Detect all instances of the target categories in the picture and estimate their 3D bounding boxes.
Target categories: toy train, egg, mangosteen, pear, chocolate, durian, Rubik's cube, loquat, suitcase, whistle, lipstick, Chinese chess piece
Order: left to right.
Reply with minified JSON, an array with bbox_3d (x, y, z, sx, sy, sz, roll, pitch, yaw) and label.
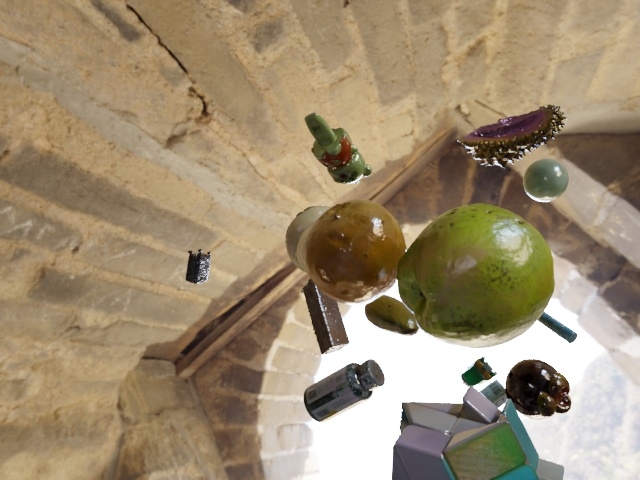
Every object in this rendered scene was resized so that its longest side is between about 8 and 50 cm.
[{"bbox_3d":[-0.466,0.101,1.836,0.086,0.059,0.126,-8,-69,-67],"label":"suitcase"},{"bbox_3d":[0.000,0.000,1.832,0.270,0.112,0.269,-12,-61,-22],"label":"Chinese chess piece"},{"bbox_3d":[0.024,0.317,2.065,0.112,0.320,0.112,3,-35,-35],"label":"chocolate"},{"bbox_3d":[0.045,-0.260,1.413,0.131,0.106,0.288,-11,-39,31],"label":"whistle"},{"bbox_3d":[0.106,0.035,1.467,0.329,0.328,0.328,-26,-32,-17],"label":"loquat"},{"bbox_3d":[0.329,0.539,1.075,0.358,0.369,0.386,-15,-71,-59],"label":"Rubik's cube"},{"bbox_3d":[0.386,0.098,1.241,0.392,0.391,0.390,-26,-32,-17],"label":"pear"},{"bbox_3d":[0.622,0.539,1.935,0.136,0.091,0.227,-30,-22,-8],"label":"toy train"},{"bbox_3d":[0.660,-0.329,1.638,0.342,0.112,0.191,-16,-42,26],"label":"durian"},{"bbox_3d":[0.716,0.491,1.595,0.210,0.209,0.209,-26,-32,-17],"label":"mangosteen"},{"bbox_3d":[0.810,-0.219,1.737,0.149,0.150,0.192,-63,-3,38],"label":"egg"},{"bbox_3d":[0.855,0.311,1.756,0.048,0.158,0.048,-12,-60,-22],"label":"lipstick"}]

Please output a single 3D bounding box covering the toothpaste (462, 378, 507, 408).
[{"bbox_3d":[0.521,0.628,1.724,0.337,0.067,0.081,-36,-48,2],"label":"toothpaste"}]

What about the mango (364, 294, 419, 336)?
[{"bbox_3d":[0.325,0.335,2.155,0.177,0.330,0.175,-28,-69,-31],"label":"mango"}]

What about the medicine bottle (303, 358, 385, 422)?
[{"bbox_3d":[0.086,0.526,1.706,0.293,0.141,0.141,-37,-28,24],"label":"medicine bottle"}]
